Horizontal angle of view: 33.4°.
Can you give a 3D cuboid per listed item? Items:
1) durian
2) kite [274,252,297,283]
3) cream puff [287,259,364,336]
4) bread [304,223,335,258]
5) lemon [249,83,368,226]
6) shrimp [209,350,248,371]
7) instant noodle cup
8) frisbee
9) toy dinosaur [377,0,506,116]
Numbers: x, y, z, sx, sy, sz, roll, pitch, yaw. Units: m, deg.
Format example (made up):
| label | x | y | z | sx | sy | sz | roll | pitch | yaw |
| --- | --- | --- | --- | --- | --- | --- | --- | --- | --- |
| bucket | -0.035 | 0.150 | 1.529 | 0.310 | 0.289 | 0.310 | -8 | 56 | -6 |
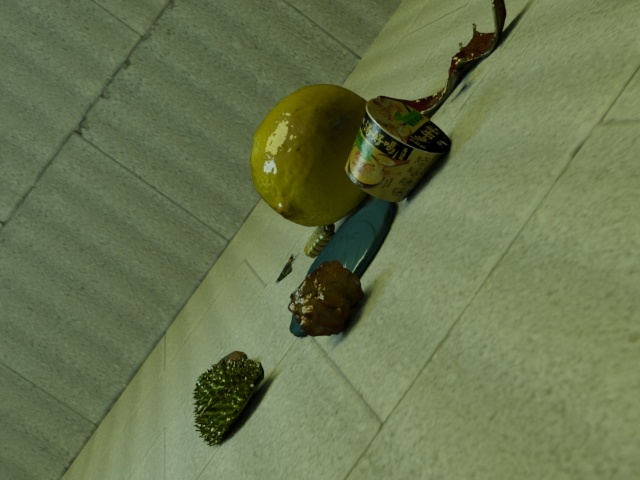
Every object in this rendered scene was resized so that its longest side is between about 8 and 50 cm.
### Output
| label | x | y | z | sx | sy | sz | roll | pitch | yaw |
| --- | --- | --- | --- | --- | --- | --- | --- | --- | --- |
| durian | -0.177 | 0.272 | 1.833 | 0.137 | 0.095 | 0.220 | -54 | -3 | -31 |
| kite | -0.073 | 0.062 | 2.338 | 0.090 | 0.004 | 0.122 | -53 | 10 | 9 |
| cream puff | 0.011 | 0.090 | 1.570 | 0.116 | 0.094 | 0.122 | -50 | -13 | 9 |
| bread | 0.000 | 0.000 | 2.105 | 0.088 | 0.034 | 0.049 | -54 | 23 | 26 |
| lemon | -0.006 | -0.163 | 2.054 | 0.260 | 0.261 | 0.283 | 162 | 124 | -75 |
| shrimp | -0.193 | 0.261 | 2.015 | 0.132 | 0.051 | 0.187 | -43 | -2 | -14 |
| instant noodle cup | 0.116 | -0.141 | 1.724 | 0.122 | 0.151 | 0.151 | -61 | 5 | 26 |
| frisbee | 0.024 | 0.034 | 1.814 | 0.289 | 0.049 | 0.289 | -52 | 9 | 12 |
| toy dinosaur | 0.227 | -0.343 | 1.966 | 0.206 | 0.113 | 0.327 | -58 | 8 | -22 |
